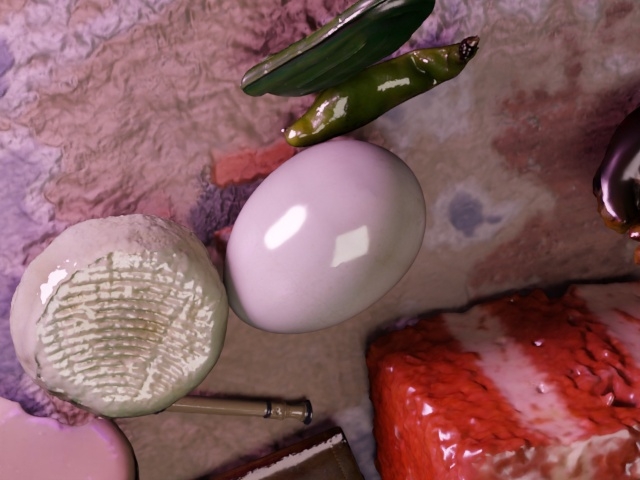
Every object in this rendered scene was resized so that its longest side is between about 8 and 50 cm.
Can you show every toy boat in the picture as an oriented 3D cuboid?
[{"bbox_3d":[0.019,-0.167,1.679,0.104,0.052,0.210,-8,167,-41],"label":"toy boat"}]

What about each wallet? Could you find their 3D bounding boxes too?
[{"bbox_3d":[-0.077,0.280,1.970,0.255,0.031,0.137,-23,129,-2],"label":"wallet"}]

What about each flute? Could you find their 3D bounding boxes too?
[{"bbox_3d":[-0.118,0.158,1.892,0.233,0.027,0.027,6,115,-22],"label":"flute"}]

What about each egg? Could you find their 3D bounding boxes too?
[{"bbox_3d":[0.000,0.000,1.772,0.209,0.151,0.151,-38,123,17],"label":"egg"}]

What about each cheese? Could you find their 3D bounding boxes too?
[{"bbox_3d":[-0.305,0.204,1.792,0.286,0.163,0.082,21,145,-23],"label":"cheese"}]

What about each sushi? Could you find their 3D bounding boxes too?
[{"bbox_3d":[0.384,-0.052,1.848,0.213,0.200,0.204,34,107,-31],"label":"sushi"}]

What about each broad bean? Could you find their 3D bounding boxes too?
[{"bbox_3d":[0.057,-0.138,1.775,0.195,0.061,0.046,-25,81,9],"label":"broad bean"}]

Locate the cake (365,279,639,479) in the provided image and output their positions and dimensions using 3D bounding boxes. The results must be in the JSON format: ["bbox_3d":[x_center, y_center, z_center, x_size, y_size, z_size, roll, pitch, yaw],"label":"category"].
[{"bbox_3d":[0.236,0.216,1.904,0.320,0.270,0.269,-14,121,-13],"label":"cake"}]

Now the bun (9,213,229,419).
[{"bbox_3d":[-0.184,0.062,1.763,0.195,0.118,0.195,-9,116,-18],"label":"bun"}]
